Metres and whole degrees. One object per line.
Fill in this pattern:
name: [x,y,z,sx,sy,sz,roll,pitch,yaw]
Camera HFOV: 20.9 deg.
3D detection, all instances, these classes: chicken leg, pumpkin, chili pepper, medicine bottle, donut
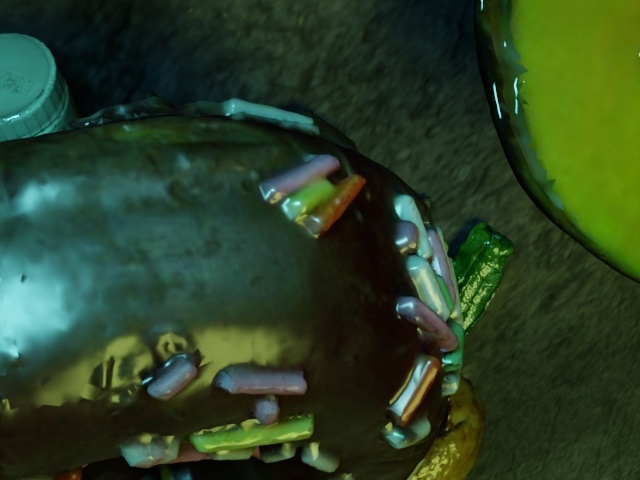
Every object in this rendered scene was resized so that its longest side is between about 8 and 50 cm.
chicken leg: [0.035,0.170,1.120,0.107,0.087,0.251,-12,144,-27]
pumpkin: [0.225,-0.119,0.828,0.303,0.256,0.225,-28,159,18]
chili pepper: [0.071,0.040,1.046,0.118,0.035,0.055,-38,116,-3]
medicine bottle: [-0.118,-0.042,0.706,0.047,0.047,0.083,-37,150,-13]
donut: [-0.062,0.068,0.746,0.259,0.136,0.345,-16,155,-4]

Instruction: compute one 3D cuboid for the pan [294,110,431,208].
pan: [0.003,-0.011,0.886,0.202,0.048,0.128,-24,147,-30]
